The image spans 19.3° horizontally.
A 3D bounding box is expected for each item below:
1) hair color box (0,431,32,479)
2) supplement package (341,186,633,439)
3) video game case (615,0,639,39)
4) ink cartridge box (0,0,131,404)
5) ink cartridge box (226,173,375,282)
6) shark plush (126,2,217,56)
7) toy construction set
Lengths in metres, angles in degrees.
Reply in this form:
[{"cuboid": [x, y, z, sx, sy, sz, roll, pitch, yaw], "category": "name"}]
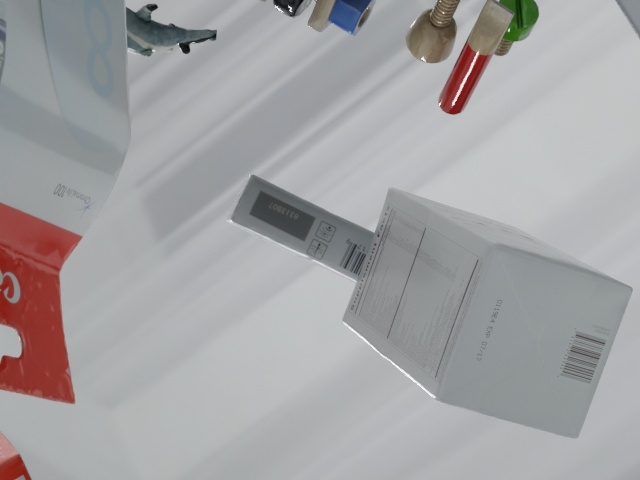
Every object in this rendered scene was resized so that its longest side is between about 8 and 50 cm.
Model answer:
[{"cuboid": [-0.307, 0.228, 1.786, 0.167, 0.053, 0.093, 25, 140, 63], "category": "hair color box"}, {"cuboid": [0.134, 0.055, 1.599, 0.134, 0.139, 0.244, 17, -173, -21], "category": "supplement package"}, {"cuboid": [0.342, -0.082, 1.468, 0.300, 0.036, 0.329, 30, -152, -50], "category": "video game case"}, {"cuboid": [-0.255, -0.069, 1.603, 0.308, 0.091, 0.385, 30, -128, -69], "category": "ink cartridge box"}, {"cuboid": [0.000, 0.000, 1.854, 0.189, 0.066, 0.232, 25, 174, -4], "category": "ink cartridge box"}, {"cuboid": [-0.203, -0.244, 2.172, 0.161, 0.067, 0.073, 15, -145, 9], "category": "shark plush"}, {"cuboid": [0.069, -0.283, 1.457, 0.309, 0.257, 0.237, 57, 155, 17], "category": "toy construction set"}]
